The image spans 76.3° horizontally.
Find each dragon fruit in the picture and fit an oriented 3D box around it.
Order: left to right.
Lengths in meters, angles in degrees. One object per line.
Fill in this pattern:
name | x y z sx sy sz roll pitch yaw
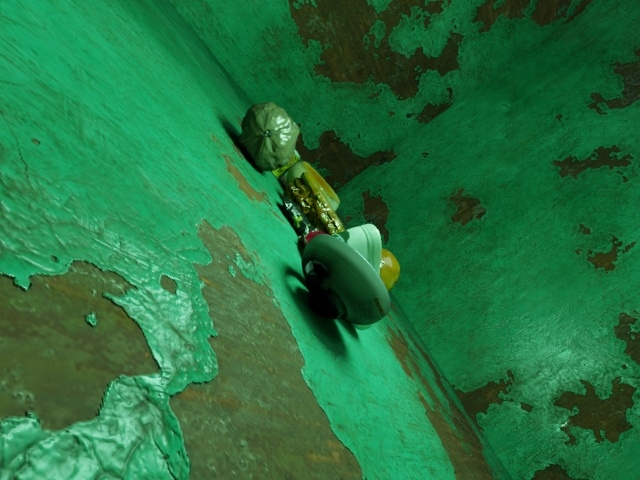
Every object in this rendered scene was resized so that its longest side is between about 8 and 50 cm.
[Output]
dragon fruit | 0.021 0.060 1.341 0.274 0.126 0.161 25 20 33

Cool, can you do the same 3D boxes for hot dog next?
hot dog | -0.033 -0.108 1.621 0.117 0.158 0.349 -1 58 -58

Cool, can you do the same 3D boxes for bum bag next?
bum bag | -0.076 -0.068 1.505 0.233 0.060 0.106 54 17 12

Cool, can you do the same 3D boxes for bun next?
bun | -0.054 -0.227 1.922 0.299 0.164 0.299 47 14 -15

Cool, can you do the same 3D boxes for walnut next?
walnut | -0.202 -0.407 1.596 0.273 0.227 0.273 51 3 -4

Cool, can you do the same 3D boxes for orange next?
orange | 0.257 0.149 1.926 0.240 0.240 0.240 53 8 -11

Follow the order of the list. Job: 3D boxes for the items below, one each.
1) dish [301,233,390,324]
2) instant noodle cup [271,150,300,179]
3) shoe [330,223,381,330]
dish | 0.028 0.130 1.027 0.273 0.133 0.273 38 -28 25
instant noodle cup | -0.191 -0.403 1.932 0.182 0.144 0.182 53 8 -11
shoe | 0.082 0.129 1.209 0.132 0.160 0.363 -124 -149 -57
